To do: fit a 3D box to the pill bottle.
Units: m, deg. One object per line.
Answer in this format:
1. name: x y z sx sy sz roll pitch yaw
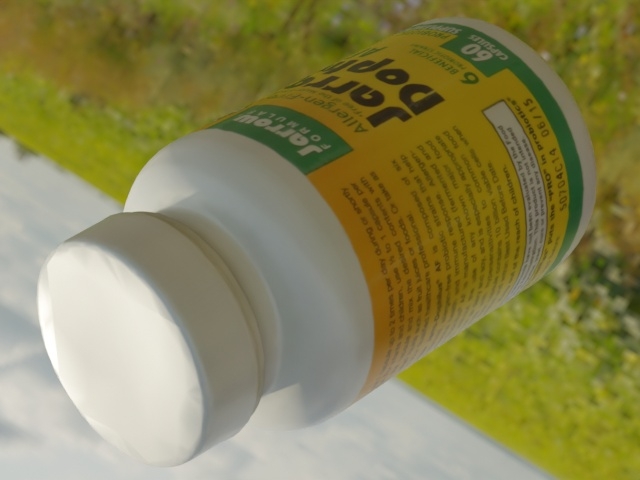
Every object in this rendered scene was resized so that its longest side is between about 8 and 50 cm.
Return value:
1. pill bottle: 0.000 0.000 0.709 0.117 0.208 0.118 26 130 35
